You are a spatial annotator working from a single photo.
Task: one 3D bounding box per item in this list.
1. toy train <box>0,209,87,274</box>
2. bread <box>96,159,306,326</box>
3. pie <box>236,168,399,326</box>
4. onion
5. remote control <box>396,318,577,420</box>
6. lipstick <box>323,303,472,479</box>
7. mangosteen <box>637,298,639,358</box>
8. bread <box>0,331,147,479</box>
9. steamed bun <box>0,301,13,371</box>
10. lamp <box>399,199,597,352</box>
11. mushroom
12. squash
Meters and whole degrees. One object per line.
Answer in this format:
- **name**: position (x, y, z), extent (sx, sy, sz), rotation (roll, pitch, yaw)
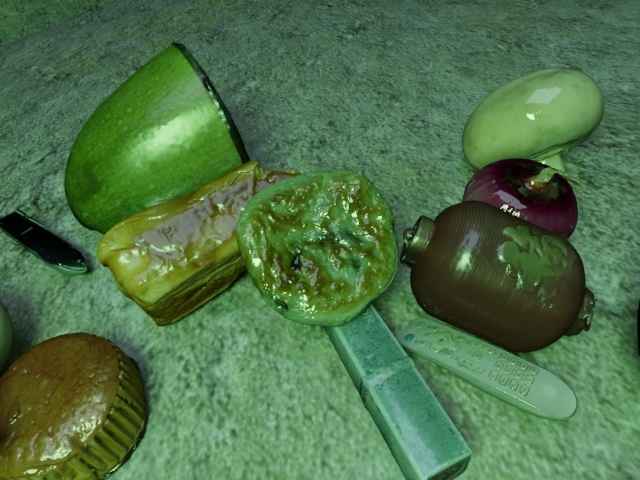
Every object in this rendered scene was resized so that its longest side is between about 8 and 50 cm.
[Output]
- **toy train**: position (-0.530, 0.015, 0.816), extent (0.251, 0.048, 0.055), rotation (27, 51, 22)
- **bread**: position (-0.169, -0.011, 0.687), extent (0.343, 0.195, 0.149), rotation (-31, 70, -20)
- **pie**: position (0.000, 0.000, 0.583), extent (0.240, 0.054, 0.241), rotation (5, 68, -12)
- **onion**: position (0.323, -0.058, 0.687), extent (0.177, 0.154, 0.177), rotation (-13, 37, 10)
- **remote control**: position (0.212, 0.170, 0.559), extent (0.229, 0.044, 0.073), rotation (19, 37, 34)
- **lipstick**: position (0.077, 0.169, 0.554), extent (0.077, 0.076, 0.290), rotation (-21, 47, -13)
- **mangosteen**: position (0.482, 0.075, 0.405), extent (0.306, 0.307, 0.347), rotation (-21, 87, -11)
- **bread**: position (-0.335, 0.218, 0.551), extent (0.198, 0.104, 0.199), rotation (-5, 45, 5)
- **steamed bun**: position (-0.564, 0.175, 0.598), extent (0.231, 0.145, 0.232), rotation (0, 38, 0)
- **lamp**: position (0.229, 0.041, 0.569), extent (0.257, 0.180, 0.180), rotation (26, 53, 5)
- **mushroom**: position (0.392, -0.196, 0.785), extent (0.245, 0.246, 0.203), rotation (-13, 88, -4)
- **squash**: position (-0.326, -0.153, 0.773), extent (0.308, 0.311, 0.310), rotation (-29, 49, -15)
